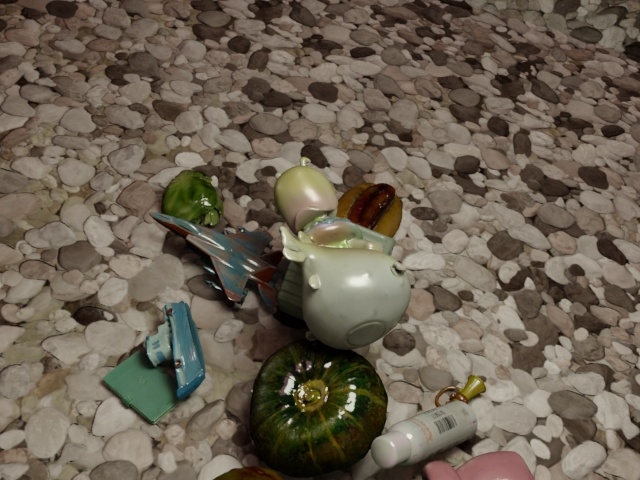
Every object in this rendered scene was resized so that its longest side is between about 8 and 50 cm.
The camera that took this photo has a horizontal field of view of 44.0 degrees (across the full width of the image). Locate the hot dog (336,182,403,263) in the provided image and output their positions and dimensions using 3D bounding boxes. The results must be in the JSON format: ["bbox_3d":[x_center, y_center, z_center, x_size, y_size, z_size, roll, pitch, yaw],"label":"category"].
[{"bbox_3d":[0.114,-0.040,1.855,0.194,0.107,0.326,15,46,-1],"label":"hot dog"}]

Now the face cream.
[{"bbox_3d":[0.189,0.357,1.447,0.269,0.082,0.082,-4,43,-51],"label":"face cream"}]

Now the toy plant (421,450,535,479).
[{"bbox_3d":[0.202,0.499,1.300,0.357,0.210,0.317,-13,52,-9],"label":"toy plant"}]

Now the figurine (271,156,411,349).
[{"bbox_3d":[0.000,0.000,1.433,0.275,0.227,0.394,29,32,-52],"label":"figurine"}]

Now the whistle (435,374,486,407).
[{"bbox_3d":[0.279,0.314,1.607,0.109,0.046,0.057,-30,75,-29],"label":"whistle"}]

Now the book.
[{"bbox_3d":[-0.331,0.277,1.495,0.135,0.017,0.103,35,46,17],"label":"book"}]

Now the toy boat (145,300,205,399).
[{"bbox_3d":[-0.283,0.213,1.527,0.102,0.088,0.215,-21,49,-3],"label":"toy boat"}]

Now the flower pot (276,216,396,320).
[{"bbox_3d":[0.032,0.074,1.653,0.190,0.239,0.209,20,16,7],"label":"flower pot"}]

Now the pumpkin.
[{"bbox_3d":[-0.002,0.310,1.445,0.261,0.189,0.260,-7,54,10],"label":"pumpkin"}]

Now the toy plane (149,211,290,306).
[{"bbox_3d":[-0.221,0.024,1.701,0.327,0.104,0.222,23,45,2],"label":"toy plane"}]

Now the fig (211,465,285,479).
[{"bbox_3d":[-0.189,0.479,1.258,0.321,0.217,0.216,-12,45,13],"label":"fig"}]

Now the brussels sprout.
[{"bbox_3d":[-0.299,-0.094,1.811,0.139,0.100,0.180,-18,63,-5],"label":"brussels sprout"}]
